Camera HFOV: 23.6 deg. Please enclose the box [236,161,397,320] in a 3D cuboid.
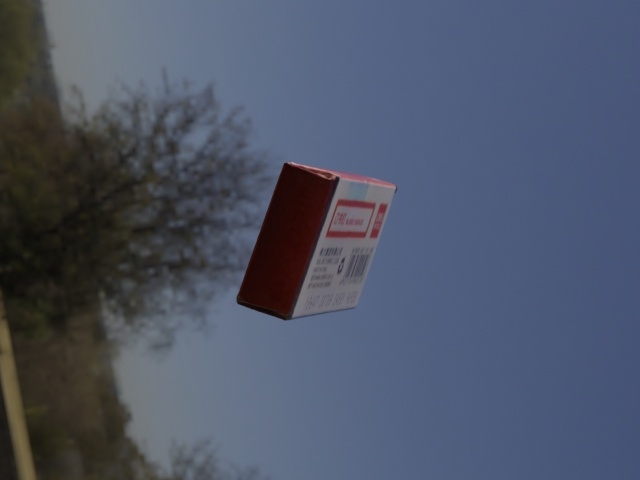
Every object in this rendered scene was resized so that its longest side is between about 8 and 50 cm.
[{"bbox_3d":[0.000,0.000,1.265,0.229,0.050,0.123,-2,111,-75],"label":"box"}]
